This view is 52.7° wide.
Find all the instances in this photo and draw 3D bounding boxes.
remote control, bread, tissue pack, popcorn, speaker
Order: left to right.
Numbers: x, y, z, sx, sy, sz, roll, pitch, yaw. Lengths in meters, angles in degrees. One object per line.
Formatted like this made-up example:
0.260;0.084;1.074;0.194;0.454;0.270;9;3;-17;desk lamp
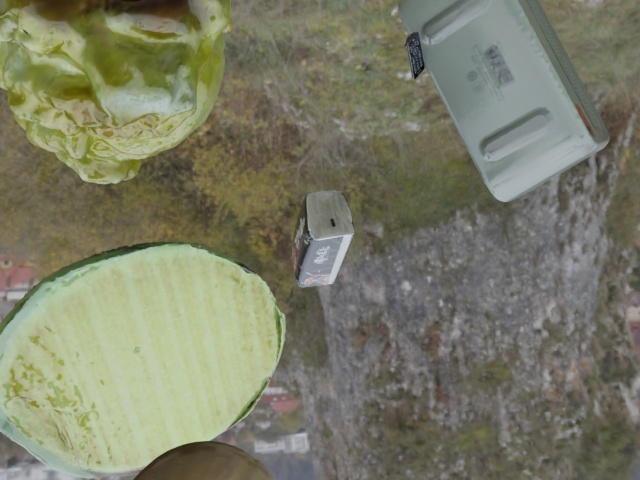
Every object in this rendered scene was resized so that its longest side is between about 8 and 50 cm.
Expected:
-0.254;-0.234;0.762;0.312;0.312;0.312;-6;162;-2;popcorn
-0.173;0.121;0.652;0.301;0.045;0.301;-15;128;-20;bread
0.000;-0.001;1.140;0.090;0.103;0.170;-1;148;-14;tissue pack
0.155;-0.307;1.072;0.034;0.016;0.091;-48;152;-11;remote control
0.317;-0.289;1.117;0.184;0.406;0.183;-29;174;35;speaker

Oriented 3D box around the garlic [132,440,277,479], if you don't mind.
-0.081;0.181;0.317;0.174;0.124;0.099;-49;151;-5;garlic
